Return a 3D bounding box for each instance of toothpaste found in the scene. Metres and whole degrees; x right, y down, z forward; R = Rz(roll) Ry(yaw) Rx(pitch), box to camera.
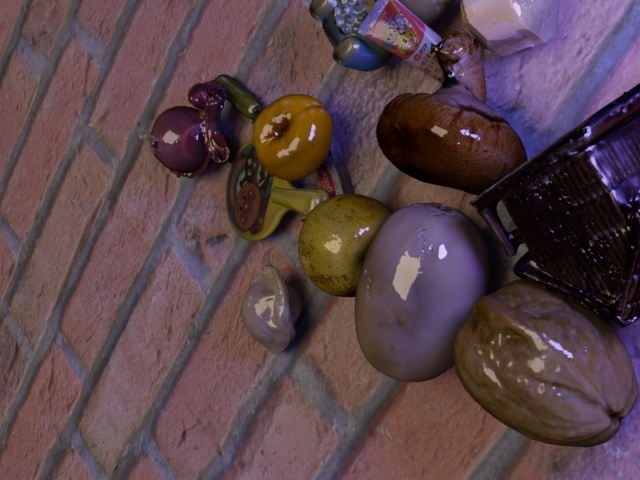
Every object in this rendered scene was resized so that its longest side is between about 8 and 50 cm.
[{"bbox_3d":[0.183,-0.335,1.602,0.234,0.057,0.089,36,119,-3],"label":"toothpaste"}]

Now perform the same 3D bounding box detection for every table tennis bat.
[{"bbox_3d":[-0.101,-0.097,1.917,0.369,0.054,0.224,20,100,51],"label":"table tennis bat"}]

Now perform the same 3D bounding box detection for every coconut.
[{"bbox_3d":[0.323,-0.387,1.504,0.153,0.147,0.147,-13,79,43],"label":"coconut"}]

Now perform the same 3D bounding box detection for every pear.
[{"bbox_3d":[0.049,0.004,1.700,0.197,0.197,0.197,-3,86,43],"label":"pear"}]

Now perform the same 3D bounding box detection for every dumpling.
[{"bbox_3d":[-0.095,0.151,1.884,0.136,0.118,0.199,37,133,40],"label":"dumpling"}]

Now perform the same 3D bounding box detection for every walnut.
[{"bbox_3d":[0.340,0.185,1.382,0.227,0.283,0.283,-51,53,-1],"label":"walnut"}]

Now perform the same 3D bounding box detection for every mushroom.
[{"bbox_3d":[0.233,-0.177,1.512,0.254,0.267,0.267,-48,57,19],"label":"mushroom"}]

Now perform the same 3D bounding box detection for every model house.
[{"bbox_3d":[0.451,-0.048,1.341,0.282,0.317,0.297,56,156,5],"label":"model house"}]

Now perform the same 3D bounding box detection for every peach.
[{"bbox_3d":[-0.054,-0.208,1.803,0.179,0.103,0.179,-11,71,35],"label":"peach"}]

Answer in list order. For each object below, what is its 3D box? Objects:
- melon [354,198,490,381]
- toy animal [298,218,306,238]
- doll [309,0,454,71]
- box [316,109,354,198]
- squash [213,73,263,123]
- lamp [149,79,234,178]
[{"bbox_3d":[0.172,0.085,1.561,0.223,0.223,0.316,23,108,41],"label":"melon"},{"bbox_3d":[0.000,0.000,1.845,0.136,0.047,0.065,45,125,29],"label":"toy animal"},{"bbox_3d":[0.130,-0.441,1.671,0.261,0.162,0.177,-40,64,34],"label":"doll"},{"bbox_3d":[0.017,-0.160,1.842,0.055,0.040,0.218,-28,69,37],"label":"box"},{"bbox_3d":[-0.179,-0.317,2.024,0.183,0.052,0.052,42,115,36],"label":"squash"},{"bbox_3d":[-0.291,-0.248,2.063,0.223,0.151,0.215,-9,111,12],"label":"lamp"}]
